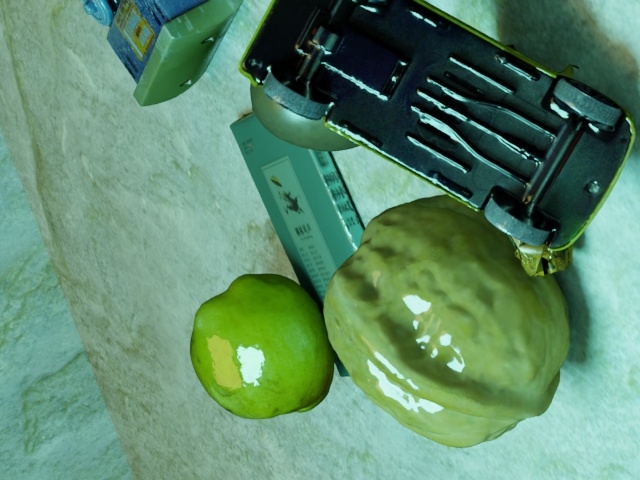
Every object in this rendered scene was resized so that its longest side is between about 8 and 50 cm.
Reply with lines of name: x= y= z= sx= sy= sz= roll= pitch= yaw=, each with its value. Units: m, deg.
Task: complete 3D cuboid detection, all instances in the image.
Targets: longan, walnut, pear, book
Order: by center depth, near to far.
walnut: x=0.129 y=0.084 z=1.800 sx=0.257 sy=0.257 sz=0.224 roll=52 pitch=125 yaw=32
longan: x=0.006 y=-0.168 z=1.842 sx=0.204 sy=0.185 sz=0.159 roll=-16 pitch=102 yaw=48
book: x=0.000 y=0.000 z=2.304 sx=0.379 sy=0.031 sz=0.264 roll=67 pitch=160 yaw=-4
pear: x=-0.074 y=0.142 z=2.358 sx=0.200 sy=0.200 sz=0.200 roll=52 pitch=157 yaw=33

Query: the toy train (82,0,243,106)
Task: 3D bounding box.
toy train: x=-0.210 y=-0.311 z=2.343 sx=0.202 sy=0.131 sz=0.299 roll=55 pitch=160 yaw=5

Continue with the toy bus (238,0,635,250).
toy bus: x=0.108 y=-0.131 z=1.575 sx=0.331 sy=0.145 sz=0.151 roll=29 pitch=-165 yaw=2

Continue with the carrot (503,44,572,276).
carrot: x=0.185 y=-0.078 z=1.689 sx=0.069 sy=0.069 sz=0.228 roll=15 pitch=126 yaw=65
